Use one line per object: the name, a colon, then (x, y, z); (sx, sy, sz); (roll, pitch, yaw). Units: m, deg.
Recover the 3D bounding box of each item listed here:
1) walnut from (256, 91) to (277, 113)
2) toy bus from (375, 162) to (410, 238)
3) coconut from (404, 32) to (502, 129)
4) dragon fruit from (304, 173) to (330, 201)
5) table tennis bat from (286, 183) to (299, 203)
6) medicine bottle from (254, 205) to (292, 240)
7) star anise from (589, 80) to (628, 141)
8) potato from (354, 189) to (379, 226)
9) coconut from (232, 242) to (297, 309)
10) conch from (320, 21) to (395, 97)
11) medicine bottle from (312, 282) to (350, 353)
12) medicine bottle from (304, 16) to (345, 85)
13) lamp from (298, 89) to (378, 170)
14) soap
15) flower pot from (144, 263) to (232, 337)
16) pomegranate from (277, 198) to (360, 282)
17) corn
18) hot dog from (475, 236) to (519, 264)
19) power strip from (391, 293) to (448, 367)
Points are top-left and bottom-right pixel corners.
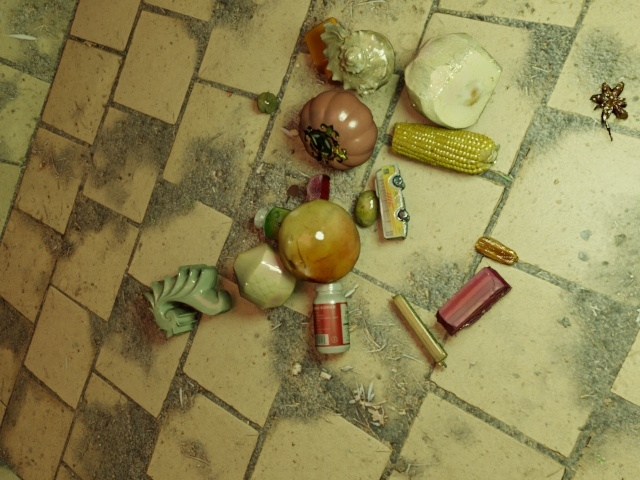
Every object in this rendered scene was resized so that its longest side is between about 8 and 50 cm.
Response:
walnut: (-0.223, -0.569, 2.157); (0.092, 0.092, 0.092); (-3, 84, 27)
toy bus: (0.256, -0.136, 1.852); (0.106, 0.092, 0.268); (-8, 82, 11)
coconut: (0.421, -0.523, 1.707); (0.297, 0.297, 0.255); (-46, 39, 17)
dragon fruit: (-0.020, -0.185, 2.010); (0.096, 0.102, 0.147); (-1, 76, 20)
table tennis bat: (-0.116, -0.188, 2.109); (0.050, 0.007, 0.083); (35, 99, 25)
medicine bottle: (-0.164, -0.065, 2.078); (0.188, 0.088, 0.132); (17, 94, 27)
star anise: (0.877, -0.391, 1.577); (0.097, 0.070, 0.191); (-8, 84, 24)
potato: (0.171, -0.119, 1.917); (0.091, 0.070, 0.138); (16, 93, 29)
coconut: (-0.221, 0.131, 1.999); (0.259, 0.259, 0.260); (-3, 84, 27)
conch: (0.124, -0.632, 1.828); (0.297, 0.352, 0.210); (38, 101, 8)
medicine bottle: (0.039, 0.285, 1.918); (0.131, 0.131, 0.251); (-7, 82, 27)
medicine bottle: (0.044, -0.721, 2.012); (0.149, 0.112, 0.222); (-24, 75, 23)
lamp: (0.072, -0.407, 1.899); (0.305, 0.240, 0.306); (23, 141, 20)
soap: (0.484, 0.201, 1.675); (0.250, 0.162, 0.099); (-47, 67, 15)
flower pot: (-0.562, 0.243, 2.217); (0.367, 0.164, 0.254); (-29, 79, 23)
pomegranate: (0.000, 0.000, 1.880); (0.318, 0.319, 0.320); (-3, 84, 27)
corn: (0.408, -0.317, 1.774); (0.387, 0.144, 0.144); (16, 93, 28)
hot dog: (0.580, 0.033, 1.710); (0.144, 0.038, 0.062); (29, 96, 24)
power strip: (0.345, 0.304, 1.794); (0.044, 0.064, 0.305); (-39, 69, 12)
